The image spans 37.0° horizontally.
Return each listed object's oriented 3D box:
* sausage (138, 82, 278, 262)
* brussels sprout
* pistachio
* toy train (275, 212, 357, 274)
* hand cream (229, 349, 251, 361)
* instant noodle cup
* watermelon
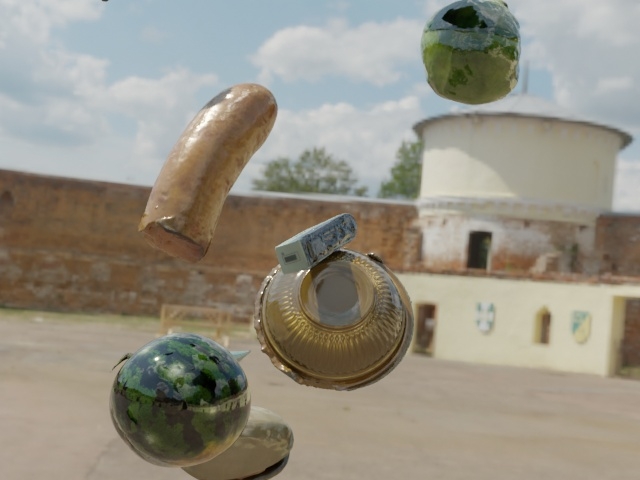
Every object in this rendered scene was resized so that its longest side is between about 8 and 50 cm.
[{"bbox_3d":[-0.144,-0.102,1.259,0.109,0.270,0.109,22,-27,12],"label":"sausage"},{"bbox_3d":[0.330,-0.420,2.077,0.219,0.271,0.210,8,-45,26],"label":"brussels sprout"},{"bbox_3d":[-0.207,0.482,2.256,0.288,0.197,0.166,4,-42,-4],"label":"pistachio"},{"bbox_3d":[0.000,0.000,1.560,0.051,0.052,0.234,-15,8,25],"label":"toy train"},{"bbox_3d":[-0.275,0.328,2.486,0.111,0.070,0.312,-42,-17,11],"label":"hand cream"},{"bbox_3d":[0.025,0.104,1.568,0.274,0.274,0.091,5,-31,-1],"label":"instant noodle cup"},{"bbox_3d":[-0.257,0.293,1.753,0.269,0.269,0.269,5,-4,0],"label":"watermelon"}]
